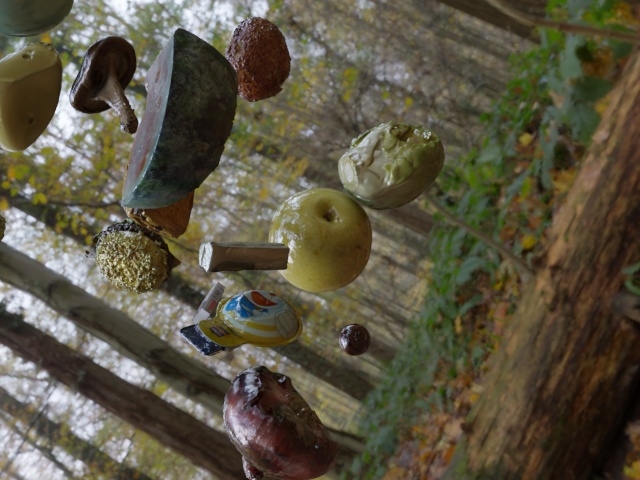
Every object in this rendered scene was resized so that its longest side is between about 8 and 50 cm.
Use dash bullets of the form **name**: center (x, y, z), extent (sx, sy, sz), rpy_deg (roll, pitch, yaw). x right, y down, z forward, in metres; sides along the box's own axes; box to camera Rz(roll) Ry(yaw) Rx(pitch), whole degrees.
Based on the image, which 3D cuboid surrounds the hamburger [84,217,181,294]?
- **hamburger**: center (-0.553, 0.053, 2.161), extent (0.261, 0.243, 0.139), rpy_deg (-25, 24, 28)

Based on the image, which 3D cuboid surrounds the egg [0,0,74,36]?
- **egg**: center (-0.670, -0.550, 1.685), extent (0.231, 0.168, 0.168), rpy_deg (-35, -25, -33)

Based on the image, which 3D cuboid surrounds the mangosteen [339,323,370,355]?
- **mangosteen**: center (0.085, 0.247, 1.833), extent (0.081, 0.081, 0.081), rpy_deg (-59, -11, -19)

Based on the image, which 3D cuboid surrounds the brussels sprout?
- **brussels sprout**: center (0.213, -0.242, 2.286), extent (0.344, 0.268, 0.344), rpy_deg (-23, -14, -6)

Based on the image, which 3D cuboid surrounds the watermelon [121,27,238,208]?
- **watermelon**: center (-0.247, -0.199, 1.294), extent (0.148, 0.226, 0.318), rpy_deg (13, -74, -34)

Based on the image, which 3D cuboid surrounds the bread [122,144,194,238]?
- **bread**: center (-0.410, -0.137, 1.879), extent (0.210, 0.099, 0.235), rpy_deg (39, -128, -58)

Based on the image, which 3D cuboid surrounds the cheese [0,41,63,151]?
- **cheese**: center (-0.816, -0.371, 2.031), extent (0.259, 0.128, 0.316), rpy_deg (-41, -13, -43)

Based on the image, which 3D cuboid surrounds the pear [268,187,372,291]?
- **pear**: center (0.000, 0.000, 2.345), extent (0.348, 0.348, 0.348), rpy_deg (-59, -11, -19)

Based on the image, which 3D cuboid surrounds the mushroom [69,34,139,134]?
- **mushroom**: center (-0.487, -0.353, 1.783), extent (0.148, 0.217, 0.227), rpy_deg (-13, -37, -45)

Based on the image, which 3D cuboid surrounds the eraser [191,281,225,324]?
- **eraser**: center (-0.254, 0.145, 1.690), extent (0.052, 0.029, 0.122), rpy_deg (-49, 9, 26)

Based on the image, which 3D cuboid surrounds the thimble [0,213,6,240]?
- **thimble**: center (-1.035, -0.031, 2.198), extent (0.143, 0.137, 0.190), rpy_deg (55, -141, -53)

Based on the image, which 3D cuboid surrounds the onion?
- **onion**: center (-0.097, 0.384, 1.483), extent (0.195, 0.272, 0.272), rpy_deg (-47, -10, 2)

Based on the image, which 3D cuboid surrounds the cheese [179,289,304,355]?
- **cheese**: center (-0.141, 0.160, 1.421), extent (0.270, 0.177, 0.069), rpy_deg (-17, -49, -46)

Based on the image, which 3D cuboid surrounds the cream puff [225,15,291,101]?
- **cream puff**: center (-0.171, -0.515, 2.132), extent (0.240, 0.164, 0.240), rpy_deg (4, -90, -80)

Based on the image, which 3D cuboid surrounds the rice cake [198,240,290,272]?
- **rice cake**: center (-0.141, 0.031, 1.438), extent (0.256, 0.052, 0.057), rpy_deg (2, -89, -58)
